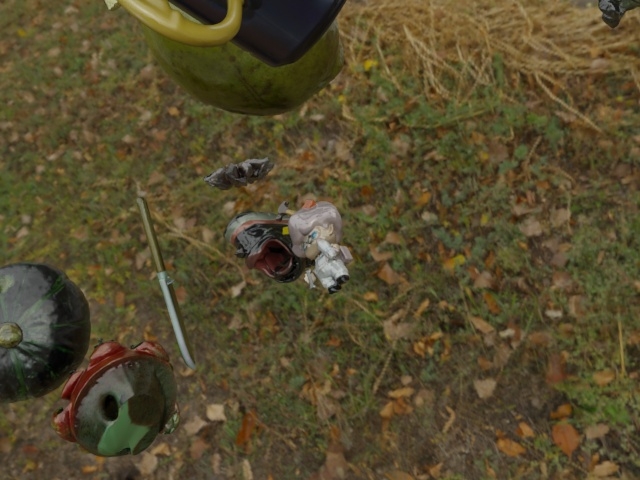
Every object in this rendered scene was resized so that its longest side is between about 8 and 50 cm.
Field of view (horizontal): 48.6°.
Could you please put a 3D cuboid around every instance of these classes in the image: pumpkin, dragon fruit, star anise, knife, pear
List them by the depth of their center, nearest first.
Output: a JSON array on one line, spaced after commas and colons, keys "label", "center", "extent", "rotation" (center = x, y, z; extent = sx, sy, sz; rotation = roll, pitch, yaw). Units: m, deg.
[{"label": "pear", "center": [-0.153, -0.402, 1.313], "extent": [0.352, 0.413, 0.352], "rotation": [-52, 10, 13]}, {"label": "knife", "center": [-0.282, 0.083, 1.323], "extent": [0.027, 0.342, 0.061], "rotation": [-15, 6, -3]}, {"label": "dragon fruit", "center": [-0.421, 0.346, 1.497], "extent": [0.130, 0.268, 0.295], "rotation": [38, 108, 38]}, {"label": "pumpkin", "center": [-0.657, 0.197, 1.540], "extent": [0.315, 0.315, 0.238], "rotation": [-49, 10, -18]}, {"label": "star anise", "center": [-0.202, -0.159, 1.758], "extent": [0.195, 0.065, 0.182], "rotation": [-18, 3, -21]}]

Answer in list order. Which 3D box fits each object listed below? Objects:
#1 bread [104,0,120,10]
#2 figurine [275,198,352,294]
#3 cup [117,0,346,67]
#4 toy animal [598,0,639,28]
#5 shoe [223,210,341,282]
[{"label": "bread", "center": [-0.354, -0.611, 1.551], "extent": [0.168, 0.163, 0.264], "rotation": [-18, 4, 37]}, {"label": "figurine", "center": [0.000, 0.000, 1.388], "extent": [0.137, 0.112, 0.229], "rotation": [-57, 44, 38]}, {"label": "cup", "center": [-0.115, -0.270, 0.700], "extent": [0.178, 0.256, 0.254], "rotation": [-11, 52, 61]}, {"label": "toy animal", "center": [0.440, -0.367, 0.944], "extent": [0.343, 0.106, 0.168], "rotation": [23, 100, 22]}, {"label": "shoe", "center": [-0.062, 0.021, 1.520], "extent": [0.114, 0.291, 0.137], "rotation": [-56, 43, 31]}]
